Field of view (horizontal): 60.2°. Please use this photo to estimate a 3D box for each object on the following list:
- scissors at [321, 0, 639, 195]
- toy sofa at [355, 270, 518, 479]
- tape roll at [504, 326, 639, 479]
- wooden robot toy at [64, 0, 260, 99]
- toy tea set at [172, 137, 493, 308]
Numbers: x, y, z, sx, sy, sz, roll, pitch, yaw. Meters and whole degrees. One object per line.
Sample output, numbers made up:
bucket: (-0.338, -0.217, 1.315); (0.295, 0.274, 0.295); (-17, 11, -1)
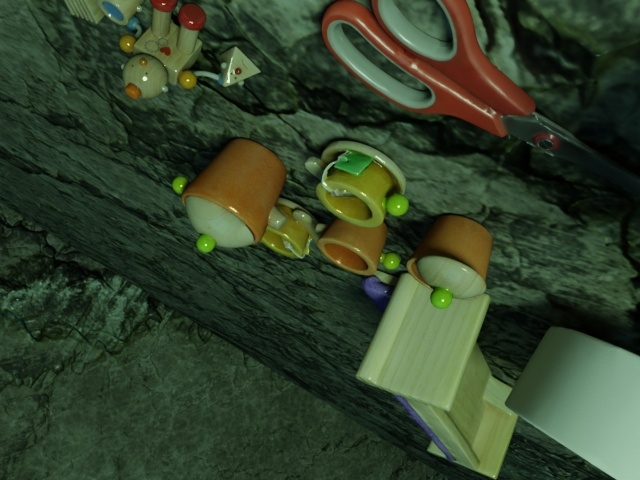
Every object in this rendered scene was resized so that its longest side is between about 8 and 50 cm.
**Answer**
scissors: (0.134, -0.077, 0.377); (0.297, 0.021, 0.109); (33, 156, -14)
toy sofa: (0.161, 0.197, 0.781); (0.177, 0.150, 0.362); (12, 154, 33)
tape roll: (0.330, 0.198, 0.532); (0.286, 0.100, 0.286); (31, 177, 2)
wooden robot toy: (-0.141, -0.155, 0.449); (0.173, 0.079, 0.076); (30, 159, -5)
toy tea set: (0.000, 0.000, 0.564); (0.336, 0.124, 0.200); (9, 152, 41)
